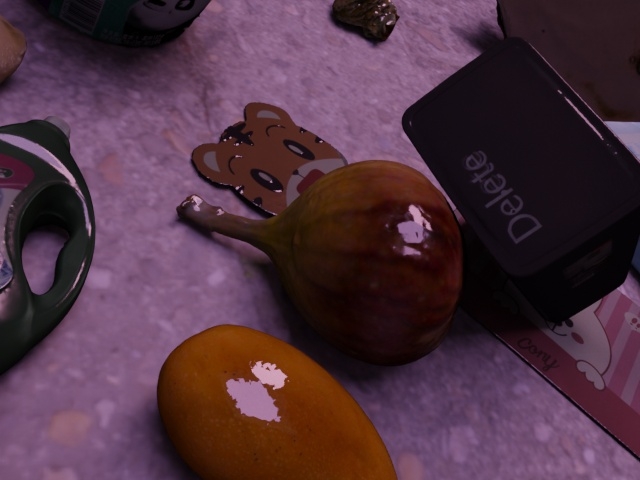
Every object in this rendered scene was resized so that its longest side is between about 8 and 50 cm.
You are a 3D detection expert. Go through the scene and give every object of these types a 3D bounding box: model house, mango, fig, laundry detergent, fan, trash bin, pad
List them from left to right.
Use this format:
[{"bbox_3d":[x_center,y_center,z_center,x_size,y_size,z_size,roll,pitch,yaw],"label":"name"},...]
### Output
[{"bbox_3d":[-0.212,-0.013,0.443,0.137,0.063,0.210,28,40,-10],"label":"laundry detergent"},{"bbox_3d":[-0.018,0.123,0.413,0.184,0.085,0.102,38,43,-1],"label":"mango"},{"bbox_3d":[-0.001,-0.049,0.634,0.227,0.008,0.152,34,41,4],"label":"fan"},{"bbox_3d":[0.013,-0.010,0.517,0.231,0.143,0.160,40,11,18],"label":"fig"},{"bbox_3d":[0.179,-0.030,0.568,0.165,0.115,0.225,60,10,28],"label":"trash bin"},{"bbox_3d":[0.245,0.071,0.673,0.300,0.005,0.202,42,43,10],"label":"pad"},{"bbox_3d":[0.442,-0.311,1.029,0.317,0.297,0.282,4,24,25],"label":"model house"}]

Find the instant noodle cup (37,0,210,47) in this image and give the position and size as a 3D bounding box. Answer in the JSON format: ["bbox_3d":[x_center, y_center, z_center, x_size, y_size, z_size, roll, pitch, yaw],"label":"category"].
[{"bbox_3d":[-0.169,-0.312,0.618,0.251,0.190,0.251,15,60,-27],"label":"instant noodle cup"}]

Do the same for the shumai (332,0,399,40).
[{"bbox_3d":[0.067,-0.302,0.883,0.080,0.082,0.083,46,65,-38],"label":"shumai"}]

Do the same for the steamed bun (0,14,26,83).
[{"bbox_3d":[-0.365,-0.174,0.467,0.212,0.110,0.231,39,40,7],"label":"steamed bun"}]

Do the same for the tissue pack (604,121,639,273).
[{"bbox_3d":[0.421,-0.029,0.811,0.177,0.089,0.263,-8,53,-37],"label":"tissue pack"}]
